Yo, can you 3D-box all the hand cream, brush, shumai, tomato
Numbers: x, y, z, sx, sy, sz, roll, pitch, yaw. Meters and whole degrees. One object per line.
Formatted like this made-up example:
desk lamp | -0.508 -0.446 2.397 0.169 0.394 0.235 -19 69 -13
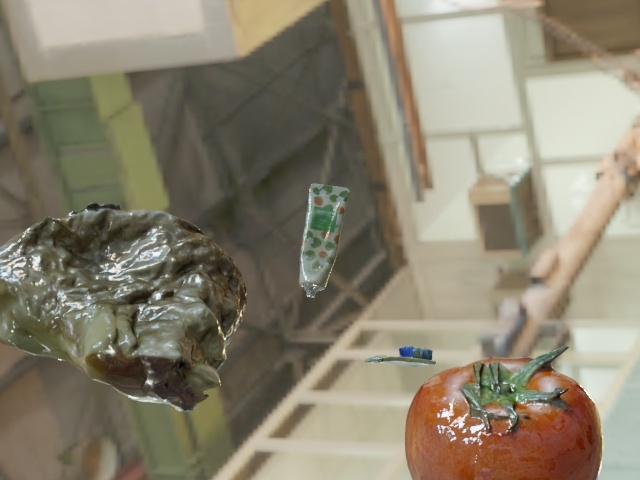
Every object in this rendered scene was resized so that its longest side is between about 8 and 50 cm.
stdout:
hand cream | 0.000 0.000 2.151 0.037 0.057 0.165 73 -153 -76
brush | 0.115 0.162 2.129 0.178 0.033 0.030 12 -100 -61
shumai | -0.235 0.121 1.841 0.346 0.283 0.217 2 -49 -26
tomato | 0.235 0.264 1.948 0.256 0.256 0.224 -49 -39 -51
